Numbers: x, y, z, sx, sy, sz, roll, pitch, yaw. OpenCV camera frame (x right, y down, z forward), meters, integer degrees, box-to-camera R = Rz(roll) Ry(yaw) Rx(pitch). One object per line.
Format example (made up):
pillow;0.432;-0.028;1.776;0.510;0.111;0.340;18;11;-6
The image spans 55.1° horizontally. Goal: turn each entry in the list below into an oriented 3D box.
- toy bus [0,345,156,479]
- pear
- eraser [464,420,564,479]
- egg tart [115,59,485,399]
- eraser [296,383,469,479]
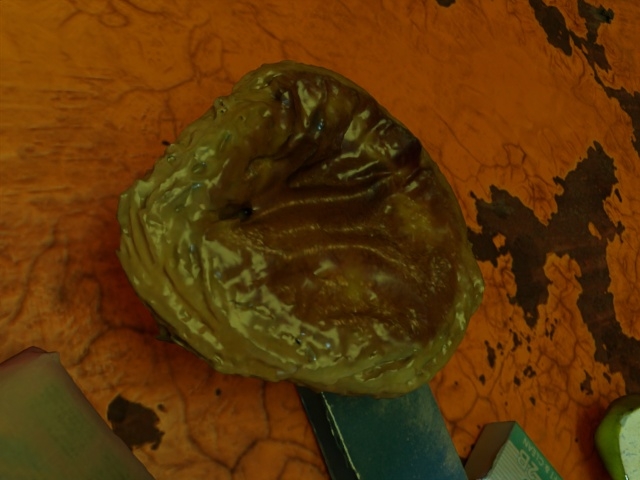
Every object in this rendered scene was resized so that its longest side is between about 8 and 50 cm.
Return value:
toy bus;-0.140;0.255;0.377;0.386;0.171;0.162;54;32;-6
pear;0.436;0.278;0.827;0.141;0.104;0.140;0;73;1
eraser;0.257;0.324;0.714;0.225;0.052;0.095;51;49;-7
egg tart;0.000;0.000;0.591;0.340;0.153;0.351;36;53;-15
eraser;0.083;0.242;0.630;0.144;0.043;0.311;-18;83;-39
